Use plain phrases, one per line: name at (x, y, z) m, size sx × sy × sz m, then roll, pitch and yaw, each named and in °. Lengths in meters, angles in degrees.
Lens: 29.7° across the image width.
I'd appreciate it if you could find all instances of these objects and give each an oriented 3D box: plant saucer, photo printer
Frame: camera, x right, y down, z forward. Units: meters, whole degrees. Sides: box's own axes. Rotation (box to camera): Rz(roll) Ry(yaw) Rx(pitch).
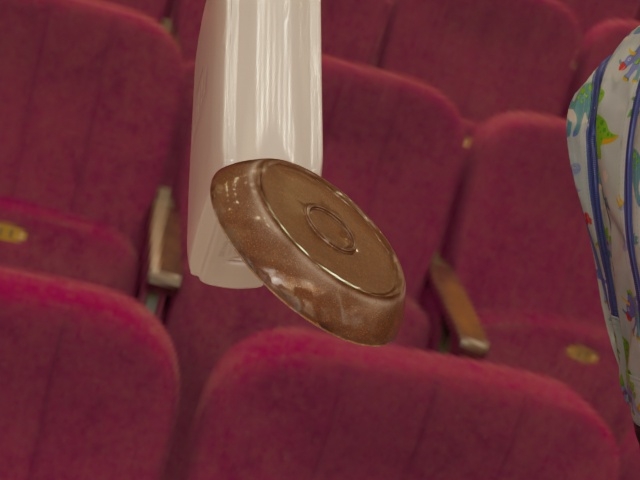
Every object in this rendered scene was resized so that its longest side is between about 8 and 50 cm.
plant saucer at (0.000, 0.000, 0.826) m, size 0.168 × 0.029 × 0.168 m, roll 36°, pitch 24°, yaw -19°
photo printer at (-0.067, -0.141, 1.195) m, size 0.107 × 0.256 × 0.308 m, roll 5°, pitch 63°, yaw -11°

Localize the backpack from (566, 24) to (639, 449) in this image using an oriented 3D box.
backpack at (0.342, -0.017, 0.961) m, size 0.290 × 0.356 × 0.273 m, roll -20°, pitch 23°, yaw -13°
